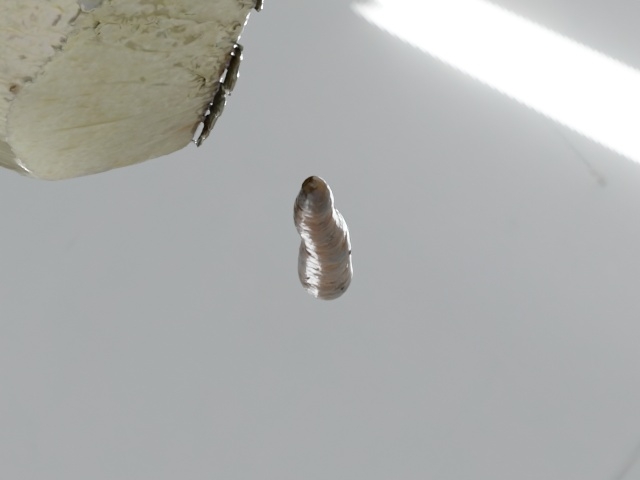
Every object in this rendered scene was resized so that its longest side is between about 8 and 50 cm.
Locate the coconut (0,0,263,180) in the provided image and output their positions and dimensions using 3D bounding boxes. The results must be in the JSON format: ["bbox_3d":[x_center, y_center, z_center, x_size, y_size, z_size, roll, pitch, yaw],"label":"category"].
[{"bbox_3d":[-0.204,-0.224,1.049,0.346,0.360,0.346,-157,-90,-81],"label":"coconut"}]

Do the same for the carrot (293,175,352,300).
[{"bbox_3d":[0.002,0.000,0.970,0.035,0.165,0.036,-1,-112,1],"label":"carrot"}]
